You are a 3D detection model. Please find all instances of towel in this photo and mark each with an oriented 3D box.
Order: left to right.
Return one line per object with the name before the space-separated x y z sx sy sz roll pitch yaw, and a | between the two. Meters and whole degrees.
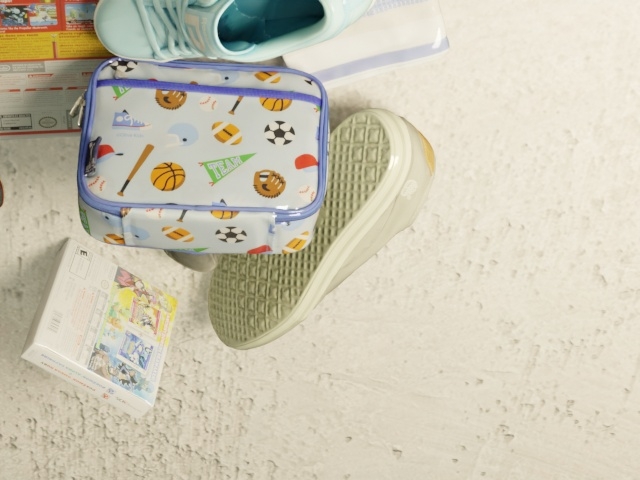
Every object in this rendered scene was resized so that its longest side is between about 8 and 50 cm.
towel | 0.020 -0.307 1.413 0.209 0.034 0.285 -13 127 12

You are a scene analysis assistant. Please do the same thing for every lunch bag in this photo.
lunch bag | -0.143 -0.109 1.431 0.304 0.243 0.115 5 150 -4

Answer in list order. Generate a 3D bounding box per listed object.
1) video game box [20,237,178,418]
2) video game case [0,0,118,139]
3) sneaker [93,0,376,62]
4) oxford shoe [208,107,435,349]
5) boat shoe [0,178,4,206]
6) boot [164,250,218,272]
video game box | -0.298 0.118 1.669 0.187 0.205 0.048 31 128 -20
video game case | -0.322 -0.246 1.459 0.204 0.025 0.285 -3 131 -10
sneaker | -0.117 -0.254 1.314 0.366 0.150 0.135 -9 116 29
oxford shoe | 0.000 0.000 1.602 0.130 0.169 0.449 -1 143 -45
boat shoe | -0.458 -0.087 1.612 0.049 0.043 0.137 -6 130 5
boot | -0.213 -0.057 1.581 0.076 0.189 0.208 -43 165 -8
